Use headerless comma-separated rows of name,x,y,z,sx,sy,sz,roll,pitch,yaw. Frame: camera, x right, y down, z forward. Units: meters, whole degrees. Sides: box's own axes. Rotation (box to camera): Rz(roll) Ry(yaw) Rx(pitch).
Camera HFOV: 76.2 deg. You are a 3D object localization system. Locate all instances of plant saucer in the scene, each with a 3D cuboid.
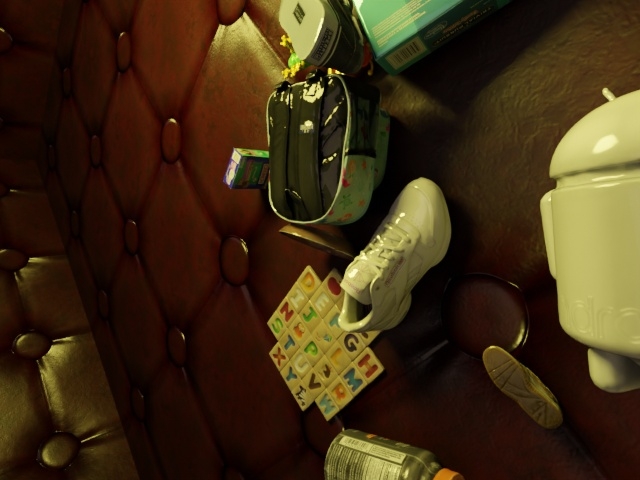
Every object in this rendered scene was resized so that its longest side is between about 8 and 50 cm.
plant saucer,0.000,0.000,0.814,0.168,0.168,0.029,17,85,41

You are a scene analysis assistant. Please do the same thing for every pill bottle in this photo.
pill bottle,0.136,0.439,0.745,0.245,0.130,0.130,-7,89,43

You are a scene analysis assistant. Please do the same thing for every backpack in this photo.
backpack,0.007,-0.152,0.761,0.225,0.191,0.253,7,92,45

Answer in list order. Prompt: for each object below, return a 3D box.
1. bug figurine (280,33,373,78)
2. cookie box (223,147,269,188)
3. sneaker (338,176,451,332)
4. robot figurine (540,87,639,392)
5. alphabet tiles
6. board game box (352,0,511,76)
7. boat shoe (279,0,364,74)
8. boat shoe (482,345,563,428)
bug figurine,0.016,-0.436,0.803,0.216,0.072,0.279,-1,89,37
cookie box,-0.168,-0.171,0.983,0.040,0.107,0.092,45,123,29
sneaker,0.122,0.040,0.702,0.114,0.152,0.305,34,115,38
robot figurine,0.363,-0.006,0.433,0.300,0.199,0.353,178,87,-72
alphabet tiles,-0.004,0.237,0.938,0.285,0.011,0.342,53,126,26
board game box,0.152,-0.477,0.632,0.253,0.079,0.336,-25,77,28
boat shoe,0.006,-0.385,0.697,0.113,0.105,0.306,-55,37,33
boat shoe,0.304,0.217,0.619,0.050,0.045,0.135,-48,65,24
